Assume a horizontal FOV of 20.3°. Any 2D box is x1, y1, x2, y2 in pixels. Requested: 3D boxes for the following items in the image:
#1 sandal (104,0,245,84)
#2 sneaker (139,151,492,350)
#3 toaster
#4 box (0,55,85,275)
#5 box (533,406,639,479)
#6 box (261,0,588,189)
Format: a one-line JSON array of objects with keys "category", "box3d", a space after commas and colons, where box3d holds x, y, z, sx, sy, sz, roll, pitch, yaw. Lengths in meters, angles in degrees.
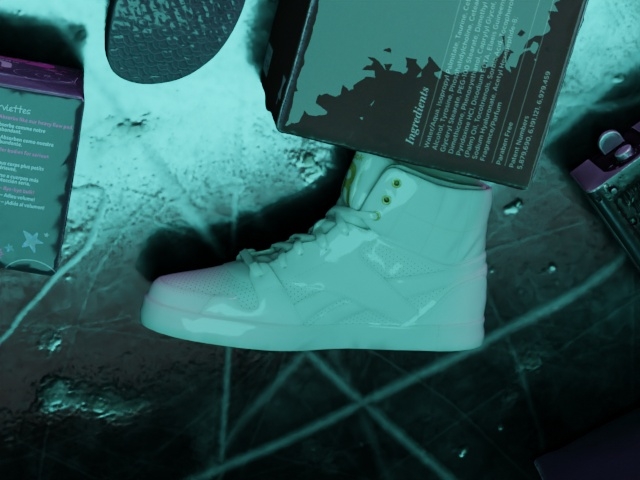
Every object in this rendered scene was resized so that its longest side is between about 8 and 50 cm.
[{"category": "sandal", "box3d": [-0.092, -0.238, 1.405, 0.097, 0.054, 0.254, 24, 93, -20]}, {"category": "sneaker", "box3d": [0.000, 0.000, 1.462, 0.292, 0.108, 0.169, 0, 106, -17]}, {"category": "toaster", "box3d": [0.323, -0.035, 1.480, 0.168, 0.110, 0.186, -37, 107, 6]}, {"category": "box", "box3d": [-0.310, -0.078, 1.364, 0.247, 0.163, 0.142, 10, 102, -10]}, {"category": "box", "box3d": [0.510, 0.320, 1.506, 0.472, 0.297, 0.480, -29, 108, 4]}, {"category": "box", "box3d": [0.075, -0.157, 1.382, 0.203, 0.168, 0.167, 13, 106, -11]}]
